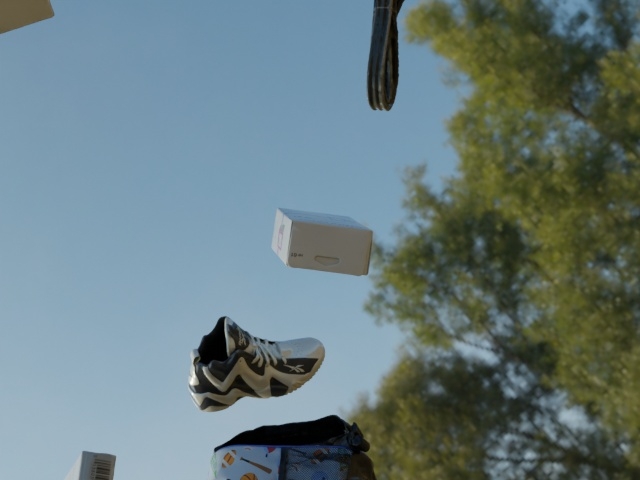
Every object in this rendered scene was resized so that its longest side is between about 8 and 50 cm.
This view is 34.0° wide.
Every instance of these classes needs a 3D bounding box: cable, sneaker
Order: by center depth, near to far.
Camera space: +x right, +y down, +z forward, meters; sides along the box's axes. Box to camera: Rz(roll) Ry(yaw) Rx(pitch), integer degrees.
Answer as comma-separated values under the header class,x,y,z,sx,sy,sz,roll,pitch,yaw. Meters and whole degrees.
class,x,y,z,sx,sy,sz,roll,pitch,yaw
cable,0.101,-0.311,1.324,0.072,0.287,0.139,1,-20,13
sneaker,-0.107,0.180,1.697,0.235,0.094,0.153,-13,-44,-8

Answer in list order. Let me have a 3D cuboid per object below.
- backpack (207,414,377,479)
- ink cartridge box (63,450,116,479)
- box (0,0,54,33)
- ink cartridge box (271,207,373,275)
class,x,y,z,sx,sy,sz,roll,pitch,yaw
backpack,-0.049,0.411,1.590,0.276,0.263,0.213,77,-156,-48
ink cartridge box,-0.280,0.339,1.195,0.045,0.145,0.179,12,-34,-17
box,-0.515,-0.422,1.454,0.168,0.345,0.215,-23,-57,-16
ink cartridge box,0.000,0.000,1.128,0.088,0.122,0.052,7,-82,-11
